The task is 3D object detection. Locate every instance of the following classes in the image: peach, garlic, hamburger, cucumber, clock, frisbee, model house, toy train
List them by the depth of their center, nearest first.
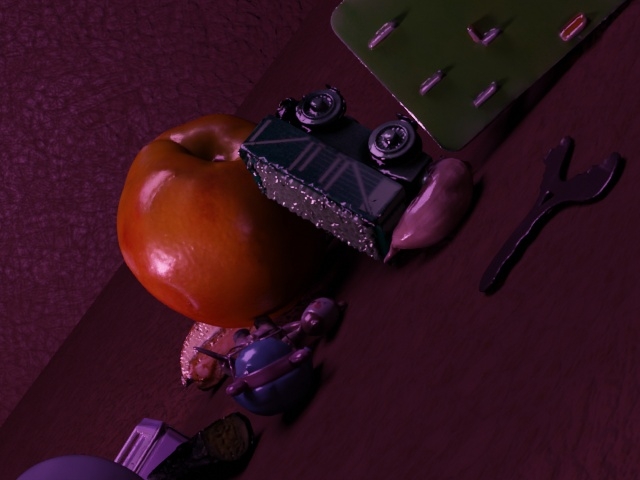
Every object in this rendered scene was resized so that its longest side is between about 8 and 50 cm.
[{"bbox_3d":[0.240,-0.052,1.530,0.211,0.012,0.187,-44,16,39],"label":"frisbee"},{"bbox_3d":[0.136,-0.033,1.756,0.152,0.066,0.084,-54,-15,-13],"label":"garlic"},{"bbox_3d":[0.029,-0.095,1.874,0.154,0.269,0.115,-49,-30,-18],"label":"toy train"},{"bbox_3d":[0.222,-0.309,1.875,0.357,0.242,0.313,-45,-3,20],"label":"model house"},{"bbox_3d":[-0.156,0.293,1.970,0.078,0.062,0.211,-23,-13,-33],"label":"cucumber"},{"bbox_3d":[-0.133,-0.008,2.086,0.289,0.288,0.308,-71,-20,-51],"label":"peach"},{"bbox_3d":[-0.263,0.354,2.146,0.193,0.073,0.144,-58,14,-15],"label":"clock"},{"bbox_3d":[-0.156,0.139,2.279,0.176,0.087,0.102,-56,14,6],"label":"hamburger"}]

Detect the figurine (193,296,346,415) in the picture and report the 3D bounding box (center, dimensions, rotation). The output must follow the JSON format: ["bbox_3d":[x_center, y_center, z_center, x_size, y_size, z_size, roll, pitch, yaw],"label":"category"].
[{"bbox_3d":[-0.052,0.145,1.922,0.205,0.103,0.260,-19,10,-5],"label":"figurine"}]

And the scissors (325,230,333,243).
[{"bbox_3d":[0.000,0.000,2.223,0.187,0.020,0.133,-55,17,4],"label":"scissors"}]

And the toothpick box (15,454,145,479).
[{"bbox_3d":[-0.303,0.422,1.805,0.263,0.263,0.355,-48,14,27],"label":"toothpick box"}]
